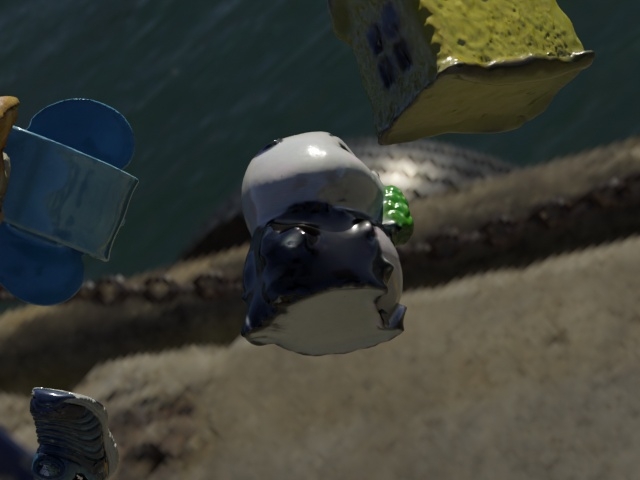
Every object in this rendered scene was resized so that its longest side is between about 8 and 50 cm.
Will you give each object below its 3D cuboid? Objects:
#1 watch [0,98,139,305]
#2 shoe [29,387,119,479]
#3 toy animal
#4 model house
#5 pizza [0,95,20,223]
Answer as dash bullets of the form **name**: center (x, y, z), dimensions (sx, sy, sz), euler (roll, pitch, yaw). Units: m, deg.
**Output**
- **watch**: center (-0.275, -0.050, 1.752), dimensions (0.211, 0.211, 0.193), euler (-45, -3, -3)
- **shoe**: center (-0.316, 0.261, 2.299), dimensions (0.091, 0.207, 0.106), euler (10, 50, 19)
- **toy animal**: center (0.009, -0.003, 2.230), dimensions (0.212, 0.212, 0.266), euler (-21, 54, 30)
- **model house**: center (0.130, -0.235, 1.828), dimensions (0.175, 0.193, 0.234), euler (-39, 65, 58)
- **pizza**: center (-0.291, -0.011, 1.528), dimensions (0.036, 0.176, 0.184), euler (14, 44, 3)
